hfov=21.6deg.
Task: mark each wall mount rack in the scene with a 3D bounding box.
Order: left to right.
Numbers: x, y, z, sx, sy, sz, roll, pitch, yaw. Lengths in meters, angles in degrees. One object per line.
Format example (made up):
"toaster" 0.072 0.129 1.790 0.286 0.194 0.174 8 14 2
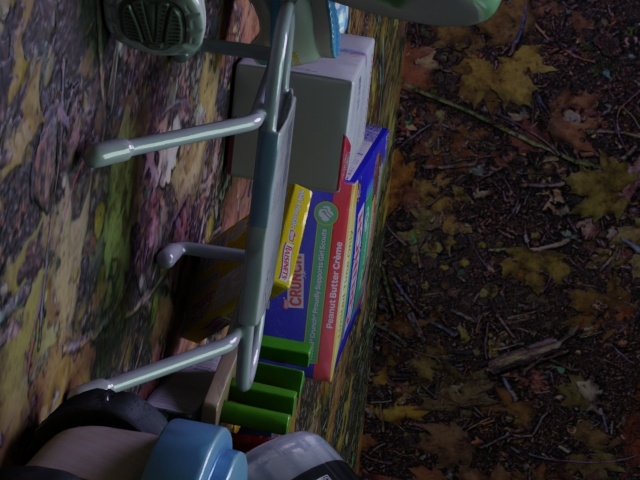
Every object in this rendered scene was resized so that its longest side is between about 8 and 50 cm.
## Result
"wall mount rack" -0.103 -0.019 1.365 0.304 0.130 0.350 -74 171 -66

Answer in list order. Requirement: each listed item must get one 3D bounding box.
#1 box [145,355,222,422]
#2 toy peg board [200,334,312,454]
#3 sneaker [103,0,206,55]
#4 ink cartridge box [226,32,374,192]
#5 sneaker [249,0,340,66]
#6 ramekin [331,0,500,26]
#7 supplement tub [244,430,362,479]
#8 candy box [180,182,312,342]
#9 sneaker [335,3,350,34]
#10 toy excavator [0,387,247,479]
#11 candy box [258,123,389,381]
"box" -0.148 0.291 1.676 0.232 0.058 0.322 -46 144 -78
"toy peg board" -0.063 0.178 1.630 0.161 0.079 0.161 -70 169 -54
"sneaker" -0.112 -0.238 1.165 0.232 0.090 0.115 106 -8 -58
"ink cartridge box" -0.019 -0.147 1.818 0.176 0.127 0.128 -64 161 -67
"sneaker" -0.043 -0.283 1.642 0.087 0.092 0.229 35 45 -80
"ramekin" 0.042 -0.296 1.451 0.303 0.303 0.148 37 70 -82
"supplement tub" 0.024 0.351 1.477 0.207 0.338 0.207 -37 158 -18
"candy box" -0.074 0.025 1.625 0.206 0.027 0.105 -32 -137 57
"sneaker" -0.005 -0.316 1.963 0.086 0.085 0.237 -22 129 -51
"toy excavator" -0.024 0.348 1.125 0.222 0.445 0.433 -50 149 -76
"candy box" 0.000 0.000 2.212 0.317 0.122 0.268 -57 157 -70
